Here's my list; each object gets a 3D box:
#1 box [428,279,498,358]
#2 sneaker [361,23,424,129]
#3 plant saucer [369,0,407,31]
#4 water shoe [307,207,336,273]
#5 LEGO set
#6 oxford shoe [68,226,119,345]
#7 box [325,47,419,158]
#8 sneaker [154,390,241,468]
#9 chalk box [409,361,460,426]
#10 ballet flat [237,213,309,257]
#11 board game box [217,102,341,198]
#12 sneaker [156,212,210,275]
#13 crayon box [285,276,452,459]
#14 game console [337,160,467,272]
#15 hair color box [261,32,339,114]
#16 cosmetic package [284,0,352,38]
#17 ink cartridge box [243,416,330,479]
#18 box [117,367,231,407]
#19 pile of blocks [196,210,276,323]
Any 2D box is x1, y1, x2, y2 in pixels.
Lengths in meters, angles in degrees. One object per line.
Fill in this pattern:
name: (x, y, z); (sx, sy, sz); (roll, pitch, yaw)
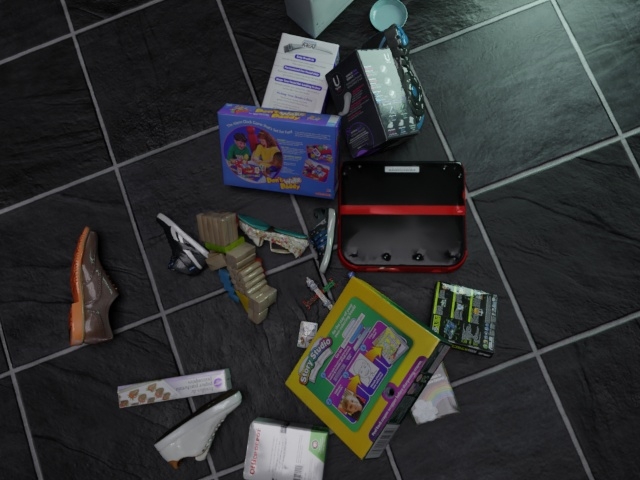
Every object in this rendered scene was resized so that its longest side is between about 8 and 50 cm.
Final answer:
box: (0.404, 0.220, 1.522); (0.184, 0.045, 0.191); (12, 54, 7)
sneaker: (0.227, -0.483, 1.664); (0.139, 0.125, 0.341); (-15, 82, 29)
plant saucer: (0.219, -0.722, 1.731); (0.119, 0.021, 0.120); (-1, 82, 4)
water shoe: (0.000, 0.000, 1.613); (0.080, 0.073, 0.203); (6, 72, 5)
LEGO set: (0.037, 0.204, 1.598); (0.182, 0.060, 0.245); (7, 91, 2)
oxford shoe: (-0.687, 0.136, 1.633); (0.132, 0.130, 0.364); (4, 72, -28)
box: (0.149, -0.401, 1.575); (0.143, 0.165, 0.271); (-19, 89, -36)
sneaker: (-0.326, 0.545, 1.542); (0.290, 0.106, 0.123); (-36, 90, 6)
chalk box: (0.285, 0.386, 1.501); (0.132, 0.132, 0.213); (-18, 79, 2)
ballet flat: (-0.153, -0.009, 1.620); (0.240, 0.091, 0.077); (19, 105, 10)
board game box: (-0.117, -0.260, 1.573); (0.346, 0.078, 0.234); (9, 126, 10)
sneaker: (-0.445, 0.022, 1.633); (0.217, 0.079, 0.121); (39, 84, 7)
crayon box: (0.119, 0.334, 1.444); (0.313, 0.106, 0.363); (35, 95, 37)
game console: (0.245, -0.075, 1.619); (0.386, 0.060, 0.342); (1, 76, 3)
hair color box: (-0.069, -0.450, 1.667); (0.185, 0.110, 0.339); (15, 84, 6)
cosmetic package: (0.006, -0.793, 1.655); (0.138, 0.225, 0.224); (43, 87, 9)
ink cartridge box: (-0.093, 0.597, 1.512); (0.219, 0.092, 0.160); (8, 81, 6)
box: (-0.427, 0.432, 1.576); (0.323, 0.067, 0.063); (-10, 81, 3)
pile of blocks: (-0.241, 0.067, 1.601); (0.148, 0.112, 0.362); (-15, 103, 42)
